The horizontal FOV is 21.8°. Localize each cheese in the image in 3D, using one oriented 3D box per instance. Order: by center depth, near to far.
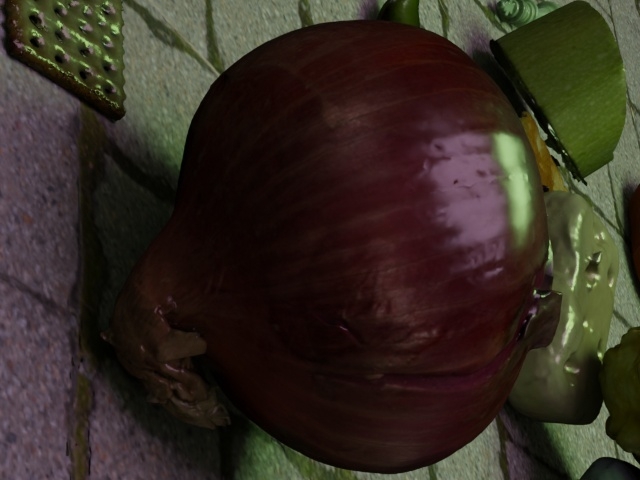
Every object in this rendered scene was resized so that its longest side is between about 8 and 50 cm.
[{"bbox_3d":[0.265,0.080,1.828,0.159,0.093,0.263,49,45,-44],"label":"cheese"}]

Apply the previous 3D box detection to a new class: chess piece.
[{"bbox_3d":[0.280,-0.308,2.253,0.149,0.059,0.059,9,62,-56],"label":"chess piece"}]

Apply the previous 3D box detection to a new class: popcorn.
[{"bbox_3d":[0.376,0.181,1.764,0.197,0.155,0.197,49,20,-25],"label":"popcorn"}]

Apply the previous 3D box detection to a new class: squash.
[{"bbox_3d":[0.313,-0.184,2.086,0.220,0.133,0.220,60,1,-2],"label":"squash"}]

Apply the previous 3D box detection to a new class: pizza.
[{"bbox_3d":[0.256,-0.056,1.995,0.194,0.069,0.154,42,35,-53],"label":"pizza"}]

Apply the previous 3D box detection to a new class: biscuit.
[{"bbox_3d":[-0.196,-0.201,1.292,0.144,0.016,0.203,35,42,-48],"label":"biscuit"}]

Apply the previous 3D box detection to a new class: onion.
[{"bbox_3d":[0.029,0.004,1.241,0.353,0.353,0.354,43,35,-41],"label":"onion"}]

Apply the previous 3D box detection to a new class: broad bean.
[{"bbox_3d":[0.085,-0.204,1.800,0.070,0.048,0.213,48,35,-38],"label":"broad bean"}]

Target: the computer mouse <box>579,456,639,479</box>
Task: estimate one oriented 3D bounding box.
[{"bbox_3d":[0.350,0.349,1.791,0.371,0.122,0.188,29,35,-53],"label":"computer mouse"}]

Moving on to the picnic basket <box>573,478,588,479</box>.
[{"bbox_3d":[0.152,0.321,1.241,0.321,0.291,0.254,-2,71,-50],"label":"picnic basket"}]

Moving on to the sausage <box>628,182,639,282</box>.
[{"bbox_3d":[0.527,-0.007,2.393,0.153,0.141,0.268,52,30,-28],"label":"sausage"}]
